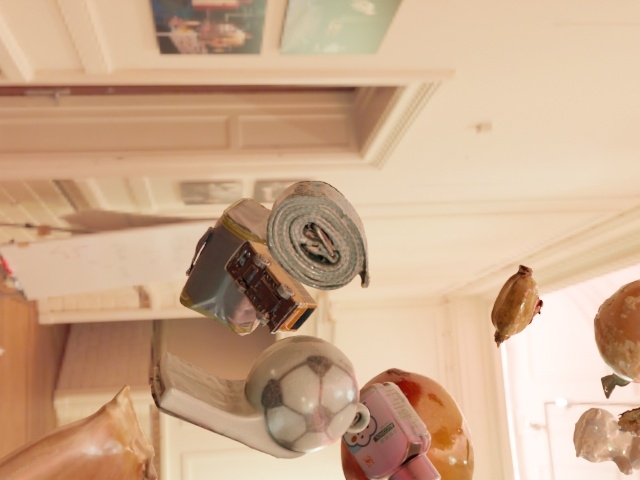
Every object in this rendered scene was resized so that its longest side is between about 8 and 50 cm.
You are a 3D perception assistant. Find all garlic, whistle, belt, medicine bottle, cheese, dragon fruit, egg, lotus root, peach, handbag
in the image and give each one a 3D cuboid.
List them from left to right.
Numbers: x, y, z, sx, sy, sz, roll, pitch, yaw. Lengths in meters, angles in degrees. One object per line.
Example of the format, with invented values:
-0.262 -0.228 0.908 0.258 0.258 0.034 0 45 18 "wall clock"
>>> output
-0.253 0.236 0.643 0.128 0.266 0.148 -7 -73 43 "garlic"
-0.175 0.056 1.907 0.241 0.222 0.263 -62 175 15 "handbag"
-0.053 0.183 1.062 0.163 0.290 0.163 -44 -150 33 "whistle"
-0.004 -0.007 1.259 0.082 0.148 0.163 -77 160 -66 "belt"
0.123 0.351 1.442 0.119 0.094 0.188 -46 -116 21 "medicine bottle"
0.186 0.445 1.822 0.308 0.308 0.332 109 -26 -69 "peach"
0.323 0.114 1.392 0.072 0.063 0.152 -129 -124 -63 "lotus root"
0.465 0.138 1.919 0.081 0.086 0.116 47 20 -27 "dragon fruit"
0.690 0.313 1.928 0.120 0.026 0.067 124 -25 -43 "cheese"
0.627 0.176 1.616 0.233 0.195 0.195 -43 152 -38 "egg"

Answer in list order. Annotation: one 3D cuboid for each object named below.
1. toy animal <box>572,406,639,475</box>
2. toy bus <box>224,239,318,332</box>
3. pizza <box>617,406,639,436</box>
0.750 0.493 1.995 0.138 0.282 0.140 40 69 -72 "toy animal"
-0.096 0.089 1.642 0.091 0.103 0.182 -50 -120 19 "toy bus"
0.505 0.261 1.141 0.185 0.195 0.052 62 40 -34 "pizza"
